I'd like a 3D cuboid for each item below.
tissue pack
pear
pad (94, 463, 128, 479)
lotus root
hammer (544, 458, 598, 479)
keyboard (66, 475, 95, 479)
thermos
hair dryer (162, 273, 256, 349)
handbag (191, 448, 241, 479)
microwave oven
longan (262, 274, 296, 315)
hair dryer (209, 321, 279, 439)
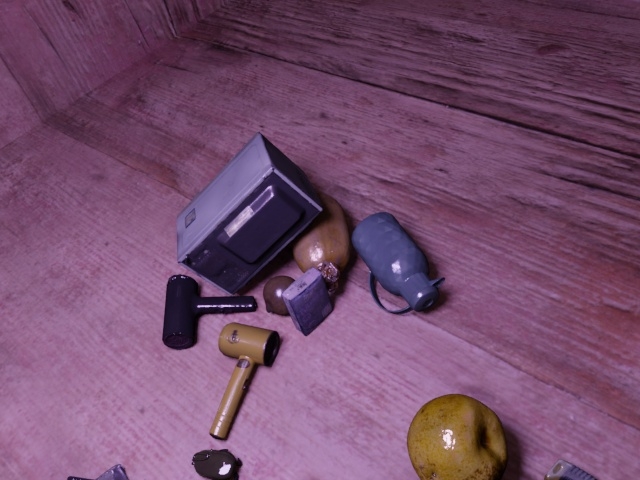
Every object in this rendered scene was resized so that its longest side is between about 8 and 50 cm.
[{"bbox_3d":[-0.029,0.156,1.271,0.112,0.156,0.051,-41,50,-23],"label":"tissue pack"},{"bbox_3d":[0.260,0.406,0.984,0.197,0.197,0.197,-5,48,6],"label":"pear"},{"bbox_3d":[-0.455,0.613,1.045,0.174,0.022,0.233,-34,53,-19],"label":"pad"},{"bbox_3d":[0.000,0.000,1.405,0.169,0.151,0.342,-12,44,4],"label":"lotus root"},{"bbox_3d":[0.541,0.503,0.934,0.159,0.041,0.226,-39,53,-22],"label":"hammer"},{"bbox_3d":[-0.547,0.600,1.045,0.074,0.015,0.196,4,51,12],"label":"keyboard"},{"bbox_3d":[0.193,0.072,1.322,0.182,0.145,0.286,-43,49,15],"label":"thermos"},{"bbox_3d":[-0.300,0.182,1.357,0.251,0.089,0.197,-5,48,-2],"label":"hair dryer"},{"bbox_3d":[-0.232,0.489,1.091,0.111,0.047,0.072,3,55,13],"label":"handbag"},{"bbox_3d":[-0.195,-0.066,1.361,0.355,0.218,0.286,-43,34,11],"label":"microwave oven"},{"bbox_3d":[-0.106,0.149,1.339,0.113,0.092,0.113,-2,74,8],"label":"longan"},{"bbox_3d":[-0.209,0.335,1.207,0.135,0.090,0.278,9,57,18],"label":"hair dryer"}]
